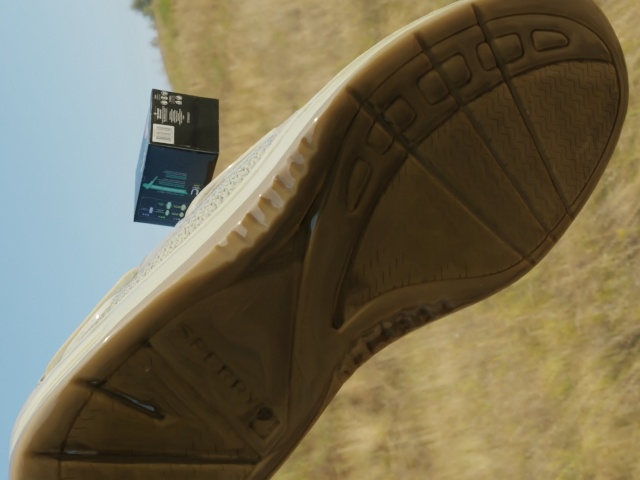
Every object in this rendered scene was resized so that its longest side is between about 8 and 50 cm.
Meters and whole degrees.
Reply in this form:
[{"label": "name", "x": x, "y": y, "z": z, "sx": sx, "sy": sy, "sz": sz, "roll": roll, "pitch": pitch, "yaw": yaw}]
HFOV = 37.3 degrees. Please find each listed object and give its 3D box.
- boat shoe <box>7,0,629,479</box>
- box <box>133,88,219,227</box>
[{"label": "boat shoe", "x": 0.000, "y": 0.000, "z": 0.385, "sx": 0.109, "sy": 0.302, "sz": 0.098, "roll": 52, "pitch": 164, "yaw": -19}, {"label": "box", "x": -0.107, "y": -0.058, "z": 0.701, "sx": 0.083, "sy": 0.052, "sz": 0.062, "roll": 112, "pitch": 160, "yaw": -46}]
